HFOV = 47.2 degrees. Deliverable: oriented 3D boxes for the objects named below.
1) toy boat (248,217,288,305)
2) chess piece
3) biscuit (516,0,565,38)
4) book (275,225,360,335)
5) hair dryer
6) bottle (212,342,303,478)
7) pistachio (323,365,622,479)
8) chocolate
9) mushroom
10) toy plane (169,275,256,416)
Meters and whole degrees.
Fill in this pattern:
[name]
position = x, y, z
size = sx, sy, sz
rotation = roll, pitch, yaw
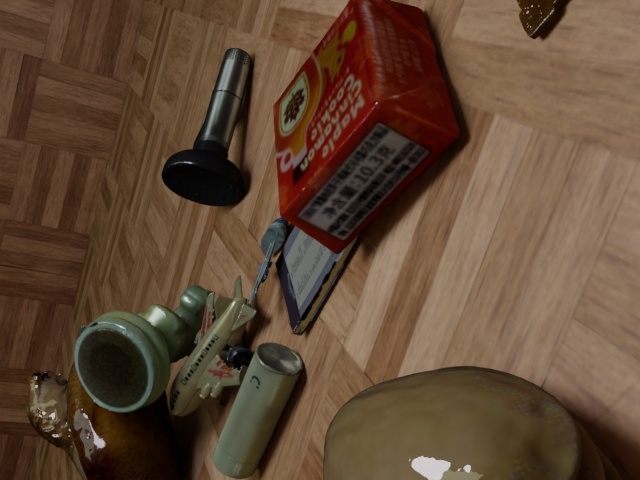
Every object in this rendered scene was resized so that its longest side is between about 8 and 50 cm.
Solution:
[toy boat]
position = -0.084, 0.021, 1.128
size = 0.149, 0.034, 0.105
rotation = -68, 4, -51
[chess piece]
position = -0.288, 0.178, 1.325
size = 0.298, 0.175, 0.176
rotation = -29, -37, -66
[biscuit]
position = 0.214, -0.235, 0.691
size = 0.082, 0.016, 0.092
rotation = 9, 88, 60
[book]
position = 0.001, 0.000, 1.029
size = 0.231, 0.026, 0.158
rotation = -61, 27, 31
[hair dryer]
position = -0.208, -0.189, 1.510
size = 0.284, 0.155, 0.320
rotation = 103, 178, -56
[bottle]
position = -0.093, 0.247, 1.054
size = 0.202, 0.072, 0.072
rotation = -67, 27, 23
[pistachio]
position = 0.100, 0.185, 0.580
size = 0.182, 0.162, 0.293
rotation = -53, 15, -22
[chocolate]
position = 0.039, -0.147, 0.887
size = 0.237, 0.108, 0.235
rotation = -44, 39, 39
[mushroom]
position = -0.411, 0.377, 1.394
size = 0.345, 0.259, 0.346
rotation = 166, 90, -80
[toy plane]
position = -0.177, 0.192, 1.219
size = 0.256, 0.104, 0.242
rotation = -68, 29, 20
